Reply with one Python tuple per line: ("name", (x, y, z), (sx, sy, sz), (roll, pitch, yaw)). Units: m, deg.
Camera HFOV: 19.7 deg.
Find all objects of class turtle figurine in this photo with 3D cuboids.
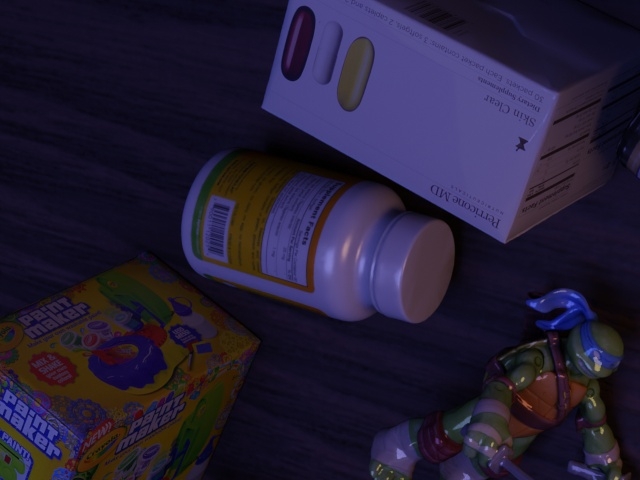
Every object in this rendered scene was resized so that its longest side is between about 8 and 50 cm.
("turtle figurine", (0.185, 0.205, 1.681), (0.266, 0.197, 0.275), (-33, 82, 43))

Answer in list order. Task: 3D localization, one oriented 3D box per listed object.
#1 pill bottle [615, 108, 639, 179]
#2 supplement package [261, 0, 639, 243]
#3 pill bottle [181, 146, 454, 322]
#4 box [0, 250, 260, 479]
("pill bottle", (0.359, -0.044, 1.508), (0.219, 0.123, 0.123), (44, 127, 15))
("supplement package", (0.121, -0.143, 1.594), (0.262, 0.204, 0.145), (30, 122, 24))
("pill bottle", (0.000, 0.000, 1.778), (0.245, 0.136, 0.136), (16, 115, 31))
("box", (-0.254, 0.203, 1.938), (0.177, 0.290, 0.279), (37, 125, 20))
